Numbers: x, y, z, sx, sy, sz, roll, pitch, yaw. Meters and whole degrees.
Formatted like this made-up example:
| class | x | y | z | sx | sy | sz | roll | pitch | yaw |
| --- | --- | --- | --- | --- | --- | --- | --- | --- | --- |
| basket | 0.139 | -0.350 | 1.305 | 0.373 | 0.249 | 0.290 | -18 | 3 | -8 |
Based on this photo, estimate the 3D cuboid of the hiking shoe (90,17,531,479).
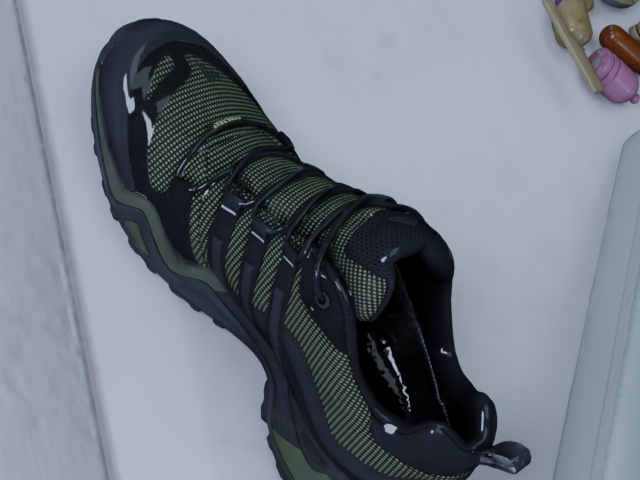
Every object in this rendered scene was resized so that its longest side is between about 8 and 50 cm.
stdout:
| class | x | y | z | sx | sy | sz | roll | pitch | yaw |
| --- | --- | --- | --- | --- | --- | --- | --- | --- | --- |
| hiking shoe | 0.000 | 0.000 | 0.645 | 0.086 | 0.114 | 0.227 | -32 | 89 | -44 |

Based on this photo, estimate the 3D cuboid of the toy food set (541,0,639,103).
| class | x | y | z | sx | sy | sz | roll | pitch | yaw |
| --- | --- | --- | --- | --- | --- | --- | --- | --- | --- |
| toy food set | 0.154 | -0.109 | 0.889 | 0.122 | 0.019 | 0.078 | -22 | 83 | -50 |

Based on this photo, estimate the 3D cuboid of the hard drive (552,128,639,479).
| class | x | y | z | sx | sy | sz | roll | pitch | yaw |
| --- | --- | --- | --- | --- | --- | --- | --- | --- | --- |
| hard drive | 0.207 | 0.117 | 0.745 | 0.233 | 0.047 | 0.353 | 40 | 38 | -14 |
